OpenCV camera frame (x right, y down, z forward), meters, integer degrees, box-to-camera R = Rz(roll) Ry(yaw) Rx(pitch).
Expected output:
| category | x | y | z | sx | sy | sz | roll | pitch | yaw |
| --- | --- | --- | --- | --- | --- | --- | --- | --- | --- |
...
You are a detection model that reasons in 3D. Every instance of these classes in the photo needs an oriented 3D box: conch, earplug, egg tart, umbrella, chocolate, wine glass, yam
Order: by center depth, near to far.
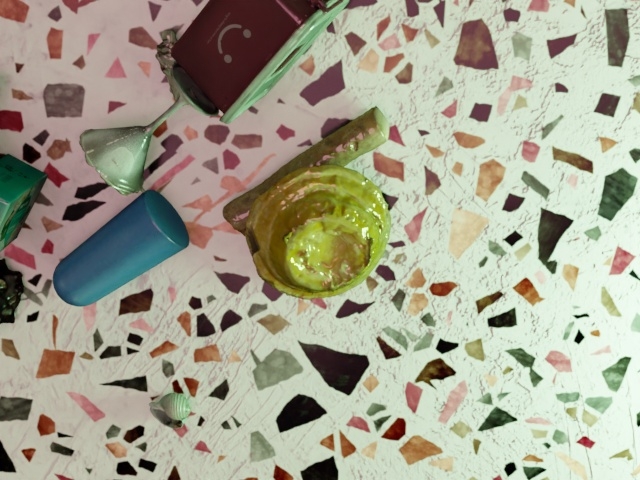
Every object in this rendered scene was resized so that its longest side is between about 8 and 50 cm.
| category | x | y | z | sx | sy | sz | roll | pitch | yaw |
| --- | --- | --- | --- | --- | --- | --- | --- | --- | --- |
| wine glass | -0.304 | -0.207 | 1.808 | 0.232 | 0.156 | 0.156 | -37 | 100 | 21 |
| umbrella | -0.266 | -0.320 | 1.852 | 0.067 | 0.062 | 0.143 | 2 | 115 | 35 |
| egg tart | 0.000 | 0.000 | 1.854 | 0.290 | 0.115 | 0.290 | -4 | 121 | -6 |
| yam | -0.022 | -0.127 | 1.879 | 0.357 | 0.081 | 0.081 | -33 | 100 | 12 |
| earplug | -0.397 | 0.031 | 1.918 | 0.273 | 0.132 | 0.132 | -34 | 100 | 14 |
| chocolate | -0.678 | 0.100 | 1.961 | 0.177 | 0.206 | 0.224 | -16 | 121 | -38 |
| conch | -0.299 | 0.341 | 2.024 | 0.085 | 0.056 | 0.076 | 17 | 126 | 29 |

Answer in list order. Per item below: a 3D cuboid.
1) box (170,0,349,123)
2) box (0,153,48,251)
| category | x | y | z | sx | sy | sz | roll | pitch | yaw |
| --- | --- | --- | --- | --- | --- | --- | --- | --- | --- |
| box | -0.112 | -0.366 | 1.732 | 0.167 | 0.193 | 0.294 | 46 | 126 | -2 |
| box | -0.604 | -0.055 | 1.842 | 0.092 | 0.245 | 0.153 | 29 | 105 | -8 |
